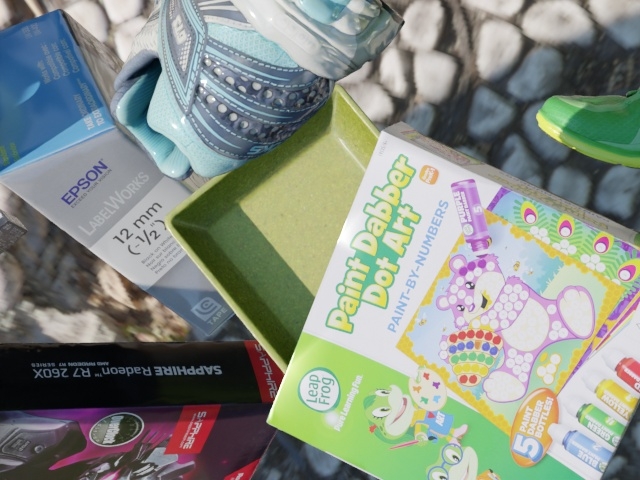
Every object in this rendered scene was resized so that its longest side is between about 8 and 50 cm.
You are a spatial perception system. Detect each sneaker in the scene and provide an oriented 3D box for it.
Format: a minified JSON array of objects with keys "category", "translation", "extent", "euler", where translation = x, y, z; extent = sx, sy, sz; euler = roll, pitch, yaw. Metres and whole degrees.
[{"category":"sneaker","translation":[0.363,-0.132,1.512],"extent":[0.296,0.109,0.123],"euler":[1,99,12]},{"category":"sneaker","translation":[-0.059,-0.098,0.761],"extent":[0.110,0.283,0.122],"euler":[40,90,-13]}]

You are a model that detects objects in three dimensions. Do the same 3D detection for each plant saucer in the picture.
[{"category":"plant saucer","translation":[0.000,0.000,1.272],"extent":[0.188,0.045,0.188],"euler":[-39,83,-7]}]

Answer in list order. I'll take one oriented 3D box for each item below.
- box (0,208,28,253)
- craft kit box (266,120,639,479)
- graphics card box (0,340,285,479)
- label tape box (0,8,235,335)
[{"category":"box","translation":[-0.340,0.000,1.571],"extent":[0.067,0.083,0.018],"euler":[-40,82,-1]},{"category":"craft kit box","translation":[0.116,0.075,1.123],"extent":[0.247,0.061,0.249],"euler":[26,108,15]},{"category":"graphics card box","translation":[-0.237,0.206,1.609],"extent":[0.371,0.232,0.094],"euler":[3,48,-25]},{"category":"label tape box","translation":[-0.210,-0.096,1.422],"extent":[0.115,0.249,0.348],"euler":[-41,128,7]}]
